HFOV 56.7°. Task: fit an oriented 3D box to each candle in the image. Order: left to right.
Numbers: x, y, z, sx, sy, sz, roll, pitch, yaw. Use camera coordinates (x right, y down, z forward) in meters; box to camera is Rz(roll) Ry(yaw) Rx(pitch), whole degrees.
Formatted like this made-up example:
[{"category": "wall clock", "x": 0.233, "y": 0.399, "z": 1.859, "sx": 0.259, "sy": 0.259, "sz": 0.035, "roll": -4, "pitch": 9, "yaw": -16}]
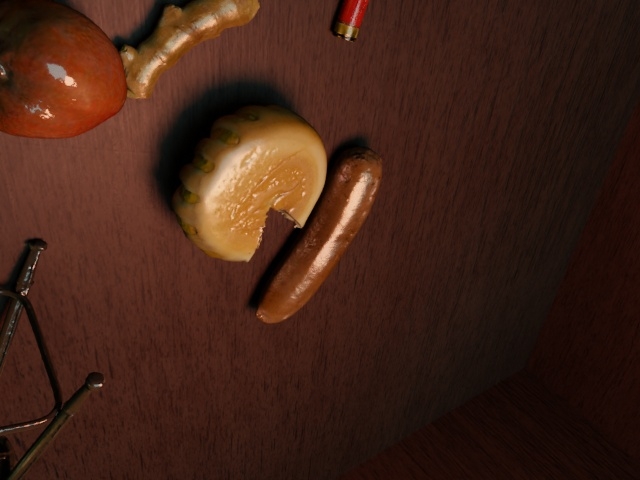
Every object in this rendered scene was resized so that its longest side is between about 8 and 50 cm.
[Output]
[{"category": "candle", "x": 0.066, "y": -0.464, "z": 1.174, "sx": 0.052, "sy": 0.052, "sz": 0.131, "roll": -3, "pitch": 122, "yaw": -40}]

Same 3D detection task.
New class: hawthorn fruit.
[{"category": "hawthorn fruit", "x": -0.376, "y": -0.237, "z": 0.876, "sx": 0.251, "sy": 0.199, "sz": 0.199, "roll": 6, "pitch": 118, "yaw": -56}]

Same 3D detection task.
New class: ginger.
[{"category": "ginger", "x": -0.224, "y": -0.347, "z": 1.000, "sx": 0.299, "sy": 0.065, "sz": 0.118, "roll": -45, "pitch": 132, "yaw": -4}]

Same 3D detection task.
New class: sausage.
[{"category": "sausage", "x": 0.002, "y": 0.001, "z": 1.442, "sx": 0.136, "sy": 0.123, "sz": 0.501, "roll": 17, "pitch": 110, "yaw": -45}]

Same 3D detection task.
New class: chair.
[{"category": "chair", "x": -0.620, "y": 0.267, "z": 0.949, "sx": 0.364, "sy": 0.362, "sz": 0.410, "roll": -1, "pitch": 128, "yaw": -41}]

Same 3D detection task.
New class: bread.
[{"category": "bread", "x": -0.144, "y": -0.124, "z": 1.181, "sx": 0.333, "sy": 0.160, "sz": 0.333, "roll": -25, "pitch": 135, "yaw": -28}]
